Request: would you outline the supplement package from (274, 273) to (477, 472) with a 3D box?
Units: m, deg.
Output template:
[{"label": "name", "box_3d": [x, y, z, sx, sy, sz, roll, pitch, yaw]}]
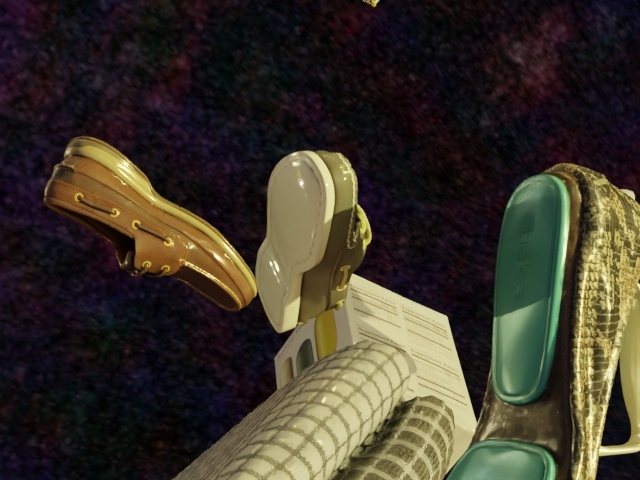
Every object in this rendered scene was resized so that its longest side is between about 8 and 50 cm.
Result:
[{"label": "supplement package", "box_3d": [0.070, 0.219, 1.696, 0.199, 0.198, 0.263, -55, 23, 26]}]

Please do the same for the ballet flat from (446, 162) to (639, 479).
[{"label": "ballet flat", "box_3d": [0.209, 0.175, 1.047, 0.164, 0.182, 0.483, -7, 63, 63]}]

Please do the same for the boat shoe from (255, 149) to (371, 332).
[{"label": "boat shoe", "box_3d": [-0.002, -0.004, 1.252, 0.091, 0.305, 0.109, -16, 64, -19]}]

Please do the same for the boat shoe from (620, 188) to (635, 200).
[{"label": "boat shoe", "box_3d": [0.320, 0.036, 1.473, 0.076, 0.080, 0.229, 15, 118, -1]}]

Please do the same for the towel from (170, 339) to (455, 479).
[{"label": "towel", "box_3d": [-0.058, 0.208, 0.745, 0.121, 0.235, 0.283, 48, 122, 1]}]

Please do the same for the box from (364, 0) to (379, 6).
[{"label": "box", "box_3d": [0.020, -0.262, 0.946, 0.054, 0.169, 0.059, 36, 82, 28]}]

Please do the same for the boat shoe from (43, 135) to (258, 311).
[{"label": "boat shoe", "box_3d": [-0.125, 0.001, 0.868, 0.064, 0.178, 0.060, -16, 39, 58]}]
